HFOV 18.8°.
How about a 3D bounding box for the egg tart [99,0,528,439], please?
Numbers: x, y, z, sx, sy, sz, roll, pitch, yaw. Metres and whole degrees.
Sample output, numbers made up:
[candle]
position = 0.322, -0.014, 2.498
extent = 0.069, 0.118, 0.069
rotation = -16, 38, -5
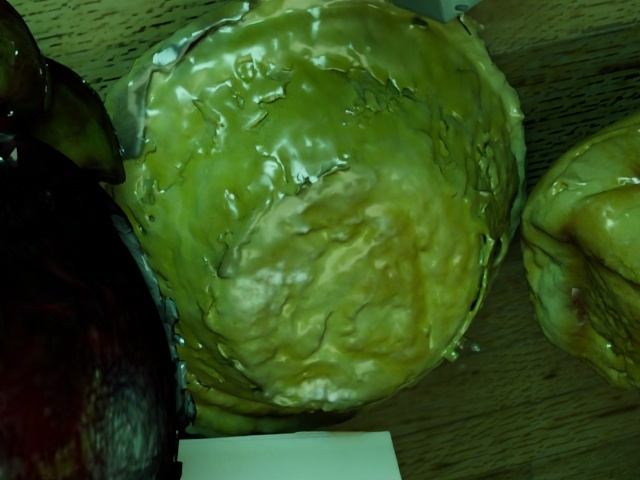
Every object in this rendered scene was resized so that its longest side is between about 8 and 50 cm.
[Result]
[egg tart]
position = 0.000, -0.001, 1.217
extent = 0.341, 0.132, 0.341
rotation = -11, 126, -15

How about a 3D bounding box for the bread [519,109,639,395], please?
[bread]
position = 0.297, -0.040, 1.283
extent = 0.344, 0.149, 0.195
rotation = -30, 144, -16

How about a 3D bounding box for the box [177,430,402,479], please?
[box]
position = -0.112, 0.218, 1.324
extent = 0.264, 0.048, 0.273
rotation = 0, 146, -24

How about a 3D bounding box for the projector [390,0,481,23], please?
[projector]
position = 0.085, -0.215, 1.117
extent = 0.115, 0.061, 0.147
rotation = -36, 132, -26

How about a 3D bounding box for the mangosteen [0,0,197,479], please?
[mangosteen]
position = -0.256, 0.061, 1.007
extent = 0.380, 0.421, 0.381
rotation = -6, 150, -3
